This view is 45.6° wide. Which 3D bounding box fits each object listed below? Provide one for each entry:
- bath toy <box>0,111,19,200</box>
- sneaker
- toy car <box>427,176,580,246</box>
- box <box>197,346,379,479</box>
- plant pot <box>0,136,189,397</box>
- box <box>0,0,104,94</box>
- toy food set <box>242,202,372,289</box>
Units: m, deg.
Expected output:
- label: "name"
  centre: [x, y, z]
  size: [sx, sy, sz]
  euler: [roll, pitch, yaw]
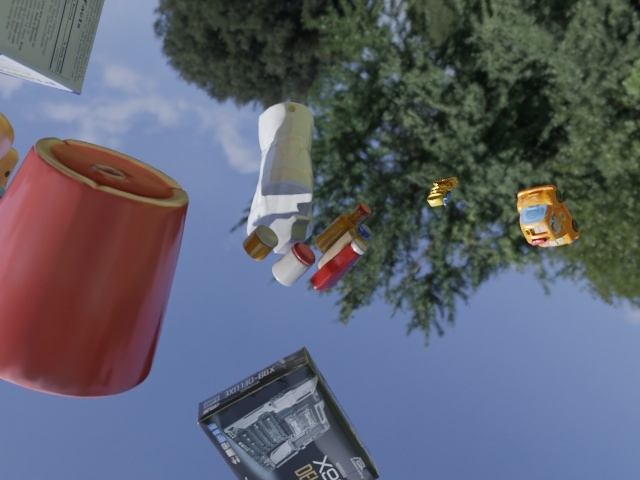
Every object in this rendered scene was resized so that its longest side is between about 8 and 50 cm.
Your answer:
- label: "bath toy"
  centre: [-0.459, -0.148, 0.876]
  size: [0.152, 0.348, 0.128]
  euler: [-7, -107, -5]
- label: "sneaker"
  centre: [-0.056, -0.105, 1.224]
  size: [0.108, 0.292, 0.169]
  euler: [6, -112, -9]
- label: "toy car"
  centre: [0.148, -0.016, 0.632]
  size: [0.122, 0.060, 0.040]
  euler: [6, -136, 32]
- label: "box"
  centre: [-0.060, 0.396, 1.504]
  size: [0.307, 0.243, 0.076]
  euler: [61, -177, -19]
- label: "plant pot"
  centre: [-0.298, 0.019, 0.951]
  size: [0.275, 0.243, 0.275]
  euler: [22, -166, -6]
- label: "box"
  centre: [-0.210, -0.181, 0.520]
  size: [0.072, 0.126, 0.137]
  euler: [14, 179, 9]
- label: "toy food set"
  centre: [0.000, 0.000, 1.131]
  size: [0.232, 0.104, 0.111]
  euler: [6, -135, -56]
